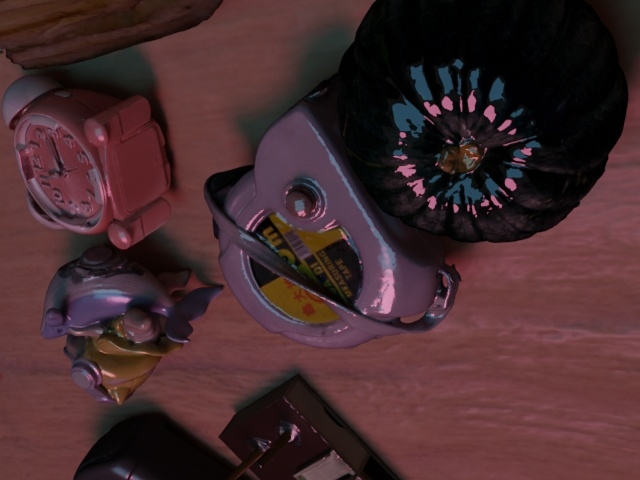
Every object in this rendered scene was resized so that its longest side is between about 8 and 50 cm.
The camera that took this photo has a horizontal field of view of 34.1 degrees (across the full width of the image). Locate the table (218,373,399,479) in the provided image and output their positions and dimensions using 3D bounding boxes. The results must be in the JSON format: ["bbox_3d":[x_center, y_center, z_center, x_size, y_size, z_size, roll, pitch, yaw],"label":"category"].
[{"bbox_3d":[-0.002,0.284,1.133,0.240,0.111,0.121,46,128,-7],"label":"table"}]

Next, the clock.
[{"bbox_3d":[-0.234,-0.082,1.032,0.162,0.093,0.165,13,126,30],"label":"clock"}]

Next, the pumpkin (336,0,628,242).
[{"bbox_3d":[0.119,-0.102,0.786,0.221,0.162,0.220,10,133,11],"label":"pumpkin"}]

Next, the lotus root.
[{"bbox_3d":[-0.209,-0.250,0.868,0.314,0.210,0.142,-8,80,36],"label":"lotus root"}]

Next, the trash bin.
[{"bbox_3d":[-0.184,0.323,1.263,0.236,0.101,0.176,32,128,1],"label":"trash bin"}]

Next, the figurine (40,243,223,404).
[{"bbox_3d":[-0.209,0.089,1.105,0.209,0.128,0.183,-2,122,23],"label":"figurine"}]

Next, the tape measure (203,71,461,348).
[{"bbox_3d":[0.000,0.000,0.938,0.197,0.120,0.236,-29,100,31],"label":"tape measure"}]
